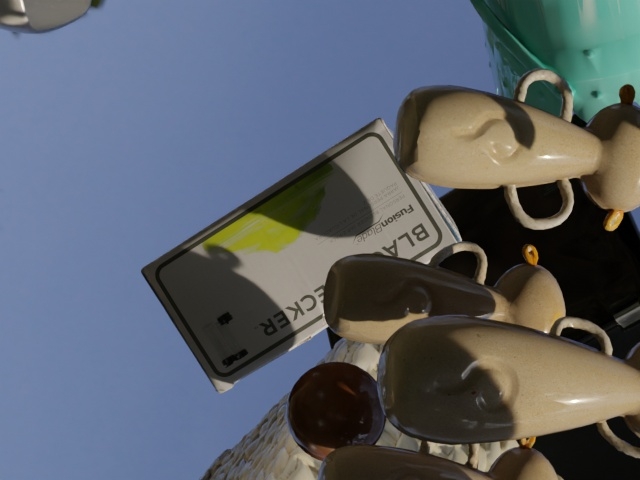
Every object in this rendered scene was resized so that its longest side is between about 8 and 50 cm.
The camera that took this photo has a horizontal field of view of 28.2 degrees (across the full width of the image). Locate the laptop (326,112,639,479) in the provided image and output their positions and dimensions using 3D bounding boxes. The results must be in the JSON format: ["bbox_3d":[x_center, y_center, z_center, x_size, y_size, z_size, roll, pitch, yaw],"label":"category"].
[{"bbox_3d":[0.243,0.149,1.431,0.382,0.236,0.408,-32,-131,21],"label":"laptop"}]

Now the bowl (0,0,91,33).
[{"bbox_3d":[-0.197,-0.204,0.807,0.053,0.142,0.142,-3,-73,9],"label":"bowl"}]

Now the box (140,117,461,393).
[{"bbox_3d":[0.000,0.000,0.854,0.169,0.290,0.087,-32,-89,7],"label":"box"}]

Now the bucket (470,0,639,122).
[{"bbox_3d":[0.274,-0.256,1.245,0.281,0.183,0.281,-15,-151,9],"label":"bucket"}]

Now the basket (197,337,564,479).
[{"bbox_3d":[0.042,0.294,1.020,0.328,0.331,0.266,41,-64,-2],"label":"basket"}]

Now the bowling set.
[{"bbox_3d":[0.080,0.069,0.626,0.200,0.154,0.287,175,-80,-72],"label":"bowling set"}]
